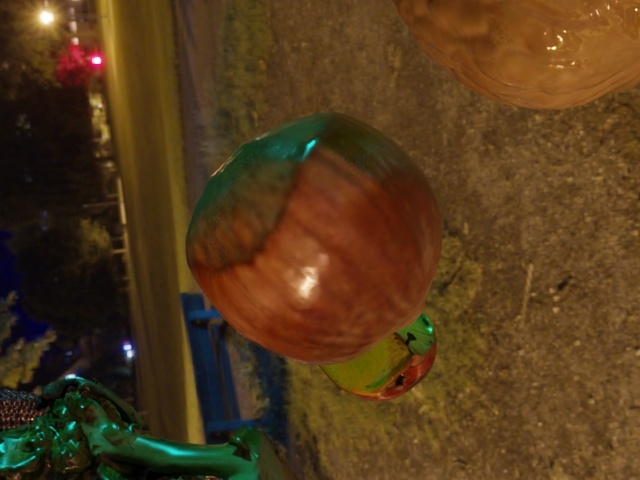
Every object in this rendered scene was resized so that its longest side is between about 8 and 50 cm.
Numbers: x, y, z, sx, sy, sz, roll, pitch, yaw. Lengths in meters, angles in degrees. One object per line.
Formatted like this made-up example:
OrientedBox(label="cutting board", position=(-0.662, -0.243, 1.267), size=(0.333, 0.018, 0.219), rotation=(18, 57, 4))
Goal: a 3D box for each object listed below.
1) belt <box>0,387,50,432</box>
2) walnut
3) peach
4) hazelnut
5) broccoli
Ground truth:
OrientedBox(label="belt", position=(-0.440, 0.340, 1.104), size=(0.122, 0.324, 0.260), rotation=(0, 76, 55))
OrientedBox(label="walnut", position=(0.165, -0.213, 0.602), size=(0.261, 0.224, 0.225), rotation=(55, 151, 31))
OrientedBox(label="peach", position=(0.055, 0.131, 1.234), size=(0.267, 0.158, 0.154), rotation=(43, 108, 27))
OrientedBox(label="hazelnut", position=(0.000, 0.000, 0.670), size=(0.176, 0.214, 0.215), rotation=(-62, -26, -65))
OrientedBox(label="broccoli", position=(-0.141, 0.269, 0.655), size=(0.304, 0.283, 0.321), rotation=(42, -153, -52))
